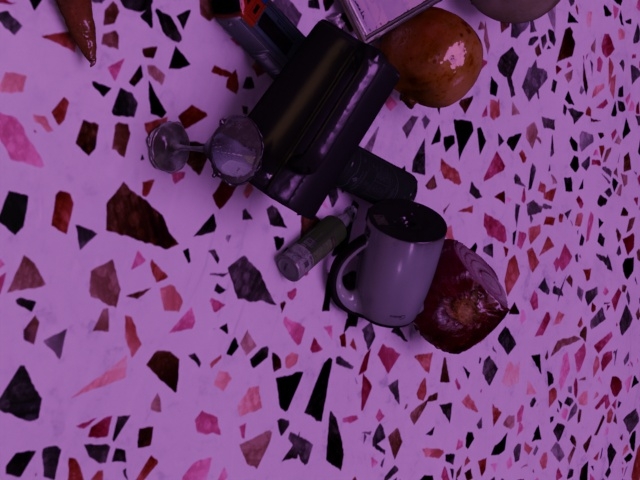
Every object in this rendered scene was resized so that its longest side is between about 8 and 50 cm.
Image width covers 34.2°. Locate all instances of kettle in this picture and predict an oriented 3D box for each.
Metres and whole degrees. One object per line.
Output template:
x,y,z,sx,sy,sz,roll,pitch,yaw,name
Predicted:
0.127,0.056,2.117,0.221,0.161,0.237,-1,125,-18,kettle
-0.021,-0.217,1.805,0.308,0.203,0.262,-55,166,5,kettle

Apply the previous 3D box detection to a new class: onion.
0.277,0.123,2.280,0.206,0.216,0.207,40,103,-8,onion

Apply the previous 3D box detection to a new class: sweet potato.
-0.391,-0.419,1.584,0.072,0.066,0.315,-21,113,-37,sweet potato

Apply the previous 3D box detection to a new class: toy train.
-0.067,-0.340,1.925,0.409,0.086,0.089,42,67,-42,toy train

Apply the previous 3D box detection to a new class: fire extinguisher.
0.076,-0.145,2.090,0.311,0.095,0.114,20,121,-45,fire extinguisher

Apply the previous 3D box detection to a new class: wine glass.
-0.196,-0.156,1.737,0.122,0.182,0.122,-12,106,-47,wine glass

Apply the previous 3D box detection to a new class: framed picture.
0.110,-0.538,2.045,0.197,0.014,0.252,-32,110,-7,framed picture

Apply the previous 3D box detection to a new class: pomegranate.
0.223,-0.373,2.155,0.215,0.215,0.216,-7,100,-47,pomegranate

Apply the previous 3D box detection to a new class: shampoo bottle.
0.000,0.000,2.054,0.204,0.065,0.065,-41,123,-36,shampoo bottle

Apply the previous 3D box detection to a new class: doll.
0.041,-0.408,2.069,0.085,0.040,0.058,57,42,-40,doll

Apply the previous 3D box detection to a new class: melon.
0.441,-0.617,2.321,0.308,0.271,0.272,-28,114,-37,melon
